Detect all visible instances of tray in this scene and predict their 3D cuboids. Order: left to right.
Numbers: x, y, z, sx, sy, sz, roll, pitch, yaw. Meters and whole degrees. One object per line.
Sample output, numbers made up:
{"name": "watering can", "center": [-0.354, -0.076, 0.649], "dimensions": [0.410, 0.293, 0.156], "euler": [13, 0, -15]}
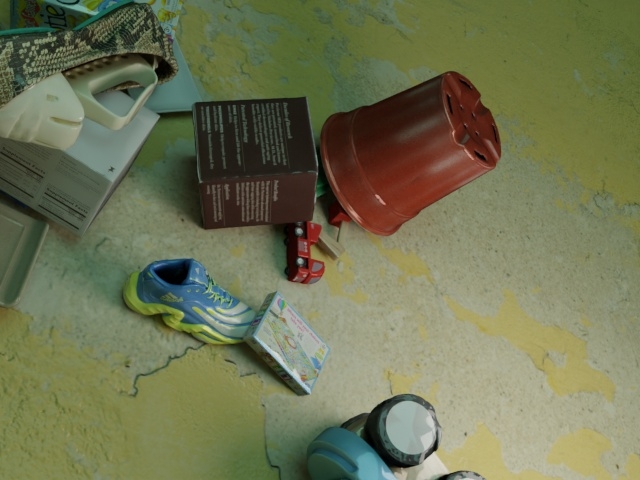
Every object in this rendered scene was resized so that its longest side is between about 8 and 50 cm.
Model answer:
{"name": "tray", "center": [-0.333, -0.351, 1.588], "dimensions": [0.145, 0.030, 0.270], "euler": [-11, 69, -36]}

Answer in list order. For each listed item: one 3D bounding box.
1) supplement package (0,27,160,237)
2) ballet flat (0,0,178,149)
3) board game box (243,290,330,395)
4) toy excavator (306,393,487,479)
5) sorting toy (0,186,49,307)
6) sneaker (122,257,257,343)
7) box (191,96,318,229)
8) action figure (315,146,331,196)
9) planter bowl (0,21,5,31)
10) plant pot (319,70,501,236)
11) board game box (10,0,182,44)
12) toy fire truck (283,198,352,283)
{"name": "supplement package", "center": [-0.428, -0.174, 1.319], "dimensions": [0.261, 0.145, 0.204], "euler": [33, 39, -12]}
{"name": "ballet flat", "center": [-0.361, -0.230, 1.199], "dimensions": [0.182, 0.164, 0.483], "euler": [52, 35, -3]}
{"name": "board game box", "center": [-0.054, 0.176, 1.408], "dimensions": [0.154, 0.026, 0.103], "euler": [49, 46, -23]}
{"name": "toy excavator", "center": [0.066, 0.517, 1.219], "dimensions": [0.445, 0.222, 0.433], "euler": [-35, 84, -27]}
{"name": "sorting toy", "center": [-0.521, 0.006, 1.220], "dimensions": [0.196, 0.047, 0.348], "euler": [25, 40, -20]}
{"name": "sneaker", "center": [-0.192, 0.097, 1.336], "dimensions": [0.240, 0.126, 0.091], "euler": [17, 55, -23]}
{"name": "box", "center": [-0.118, -0.135, 1.460], "dimensions": [0.203, 0.168, 0.167], "euler": [-5, 62, -8]}
{"name": "action figure", "center": [0.003, -0.138, 1.647], "dimensions": [0.232, 0.063, 0.137], "euler": [-18, 71, -40]}
{"name": "planter bowl", "center": [-0.581, -0.325, 1.346], "dimensions": [0.162, 0.162, 0.109], "euler": [47, 23, 1]}
{"name": "plant pot", "center": [0.187, -0.181, 1.606], "dimensions": [0.272, 0.265, 0.273], "euler": [30, 48, -40]}
{"name": "board game box", "center": [-0.395, -0.407, 1.475], "dimensions": [0.275, 0.144, 0.142], "euler": [14, 61, -13]}
{"name": "toy fire truck", "center": [0.000, 0.000, 1.570], "dimensions": [0.135, 0.047, 0.192], "euler": [13, 56, -26]}
